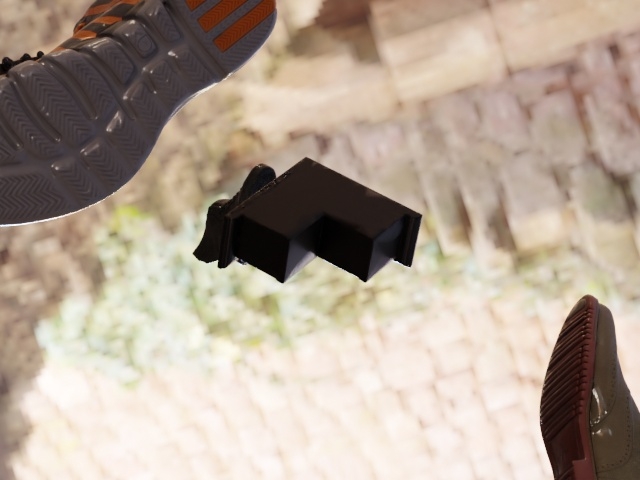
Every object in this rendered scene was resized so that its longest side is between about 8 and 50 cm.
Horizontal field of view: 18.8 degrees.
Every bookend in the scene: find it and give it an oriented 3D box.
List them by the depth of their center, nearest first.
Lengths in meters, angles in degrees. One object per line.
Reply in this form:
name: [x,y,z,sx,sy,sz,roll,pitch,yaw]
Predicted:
bookend: [0.000,0.000,2.079,0.156,0.157,0.072,-39,-32,-46]

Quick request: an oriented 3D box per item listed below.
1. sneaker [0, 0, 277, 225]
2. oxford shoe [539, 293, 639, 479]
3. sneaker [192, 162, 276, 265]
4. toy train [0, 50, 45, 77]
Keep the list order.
sneaker: [-0.186,-0.117,1.581,0.124,0.321,0.180,60,161,-14]
oxford shoe: [0.346,0.234,2.362,0.123,0.130,0.348,128,151,-60]
sneaker: [-0.112,-0.035,2.478,0.089,0.051,0.170,36,124,38]
toy train: [-0.276,-0.134,1.635,0.158,0.027,0.036,-24,-81,-63]
